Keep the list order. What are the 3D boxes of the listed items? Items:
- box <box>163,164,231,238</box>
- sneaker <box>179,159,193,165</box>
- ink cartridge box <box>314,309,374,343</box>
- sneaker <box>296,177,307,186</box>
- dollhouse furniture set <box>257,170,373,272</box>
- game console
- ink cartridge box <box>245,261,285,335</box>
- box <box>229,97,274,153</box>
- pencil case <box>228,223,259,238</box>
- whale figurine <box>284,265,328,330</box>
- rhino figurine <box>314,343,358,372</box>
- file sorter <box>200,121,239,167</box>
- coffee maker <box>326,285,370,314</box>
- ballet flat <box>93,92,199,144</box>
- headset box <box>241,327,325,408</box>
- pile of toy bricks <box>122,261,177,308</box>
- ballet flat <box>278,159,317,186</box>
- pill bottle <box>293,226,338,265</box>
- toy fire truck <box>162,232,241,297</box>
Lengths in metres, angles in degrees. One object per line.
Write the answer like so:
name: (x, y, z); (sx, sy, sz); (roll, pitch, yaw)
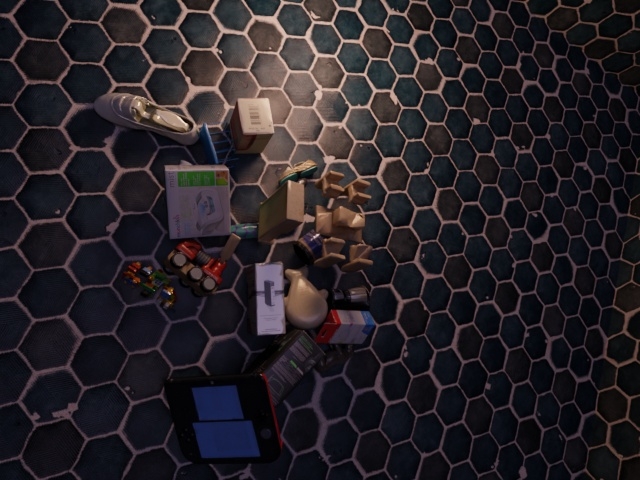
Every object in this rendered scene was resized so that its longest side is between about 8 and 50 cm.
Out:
box: (-0.471, -0.153, 1.575); (0.231, 0.127, 0.261); (-4, 109, -22)
sneaker: (-0.503, -0.270, 1.671); (0.152, 0.054, 0.061); (21, 84, -10)
ink cartridge box: (0.090, 0.359, 1.707); (0.231, 0.134, 0.078); (8, 38, -25)
sneaker: (-0.113, -0.156, 1.787); (0.228, 0.086, 0.132); (-45, 103, -10)
dollhouse furniture set: (-0.017, -0.071, 1.653); (0.395, 0.257, 0.361); (12, 67, -30)
game console: (-0.339, 0.628, 1.443); (0.387, 0.060, 0.341); (-8, 105, 13)
ink cartridge box: (-0.219, 0.227, 1.616); (0.114, 0.197, 0.272); (1, 81, -21)
box: (-0.286, -0.461, 1.680); (0.127, 0.232, 0.148); (-8, 84, -21)
pencil case: (-0.304, -0.034, 1.697); (0.152, 0.070, 0.064); (-5, 48, -19)
whale figurine: (-0.075, 0.246, 1.721); (0.217, 0.141, 0.271); (-11, 62, -15)
rhino figurine: (0.068, 0.480, 1.752); (0.244, 0.073, 0.106); (-16, 84, -23)
file sorter: (-0.414, -0.384, 1.685); (0.105, 0.118, 0.170); (-18, 88, -26)
coffee maker: (0.115, 0.285, 1.775); (0.179, 0.120, 0.171); (-2, 83, -20)
ballet flat: (-0.666, -0.490, 1.598); (0.401, 0.139, 0.139); (18, 76, -17)
headset box: (-0.143, 0.470, 1.582); (0.283, 0.246, 0.131); (-44, 97, -22)
pile of toy bricks: (-0.619, 0.148, 1.542); (0.212, 0.118, 0.105); (32, 33, -2)
ballet flat: (-0.110, -0.302, 1.822); (0.206, 0.073, 0.067); (-26, 64, -25)
pill bottle: (0.000, 0.000, 1.775); (0.219, 0.123, 0.122); (-38, 96, -22)
toy fire truck: (-0.445, 0.063, 1.601); (0.217, 0.159, 0.246); (43, 50, -15)
